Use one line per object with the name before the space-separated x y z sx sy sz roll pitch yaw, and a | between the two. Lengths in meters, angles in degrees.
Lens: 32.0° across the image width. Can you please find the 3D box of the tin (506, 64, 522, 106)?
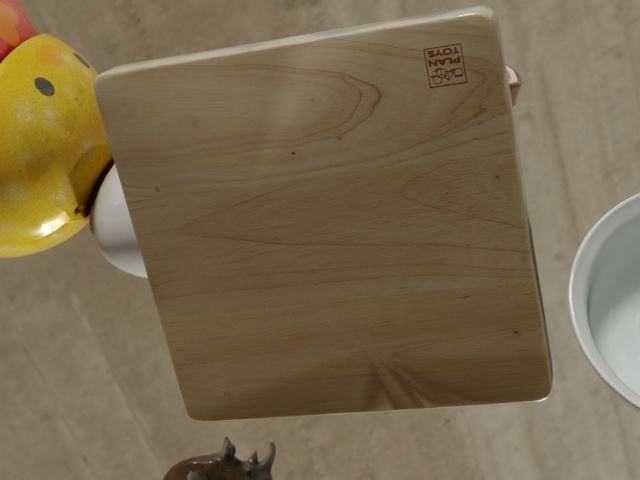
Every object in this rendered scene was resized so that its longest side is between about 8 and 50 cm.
tin | 0.163 -0.215 1.412 0.189 0.106 0.040 15 -57 -3

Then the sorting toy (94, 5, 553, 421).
sorting toy | 0.012 -0.017 0.750 0.257 0.089 0.256 -6 -69 17

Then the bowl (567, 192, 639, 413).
bowl | 0.412 0.092 1.196 0.298 0.298 0.134 46 -15 27

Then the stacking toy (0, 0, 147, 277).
stacking toy | -0.301 -0.102 1.010 0.479 0.351 0.350 24 -26 0

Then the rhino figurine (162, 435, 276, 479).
rhino figurine | -0.148 0.311 1.289 0.106 0.243 0.073 52 -6 -2
